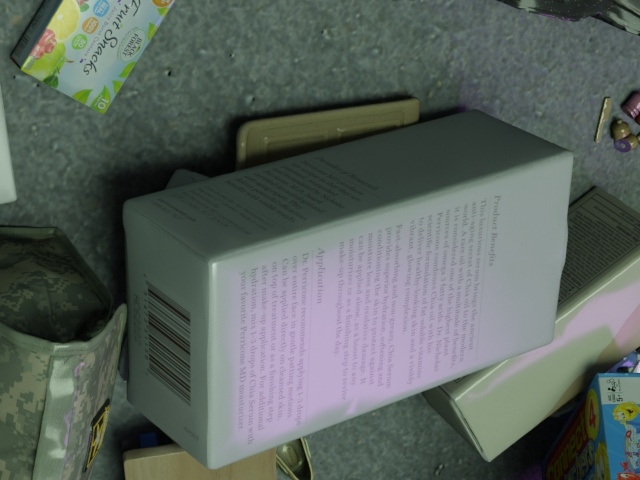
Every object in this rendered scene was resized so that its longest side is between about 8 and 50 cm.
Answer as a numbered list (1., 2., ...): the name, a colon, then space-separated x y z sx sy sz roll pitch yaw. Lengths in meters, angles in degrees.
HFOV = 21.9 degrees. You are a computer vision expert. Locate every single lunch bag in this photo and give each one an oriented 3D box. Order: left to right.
1. lunch bag: -0.281 0.141 1.535 0.169 0.287 0.235 3 112 -30

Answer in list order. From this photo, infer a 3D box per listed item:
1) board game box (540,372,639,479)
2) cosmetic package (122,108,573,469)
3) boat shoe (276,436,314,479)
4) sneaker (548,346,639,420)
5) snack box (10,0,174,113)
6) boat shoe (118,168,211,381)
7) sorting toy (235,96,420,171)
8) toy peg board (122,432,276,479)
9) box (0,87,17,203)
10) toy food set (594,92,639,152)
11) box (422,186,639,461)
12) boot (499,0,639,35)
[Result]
1. board game box: 0.339 0.347 1.901 0.086 0.302 0.308 1 152 -6
2. cosmetic package: 0.033 0.035 1.668 0.453 0.161 0.230 -16 121 -34
3. boat shoe: -0.046 0.212 1.851 0.056 0.048 0.153 -29 125 -13
4. sneaker: 0.413 0.129 2.030 0.315 0.127 0.182 -44 131 6
5. snack box: -0.210 -0.203 1.551 0.100 0.037 0.141 27 99 -38
6. boat shoe: -0.158 0.035 1.685 0.083 0.076 0.226 20 98 -60
7. sorting toy: 0.000 0.000 1.778 0.229 0.041 0.307 -12 120 -29
8. toy peg board: -0.133 0.253 1.806 0.161 0.079 0.161 -7 132 -9
9. box: -0.357 -0.112 1.483 0.130 0.091 0.170 -15 121 -23
10. toy food set: 0.379 -0.138 1.925 0.122 0.019 0.078 -3 116 -28
11. box: 0.256 0.093 1.900 0.311 0.148 0.121 -36 127 -7
12. boot: 0.332 -0.334 1.745 0.338 0.118 0.222 5 107 -36
